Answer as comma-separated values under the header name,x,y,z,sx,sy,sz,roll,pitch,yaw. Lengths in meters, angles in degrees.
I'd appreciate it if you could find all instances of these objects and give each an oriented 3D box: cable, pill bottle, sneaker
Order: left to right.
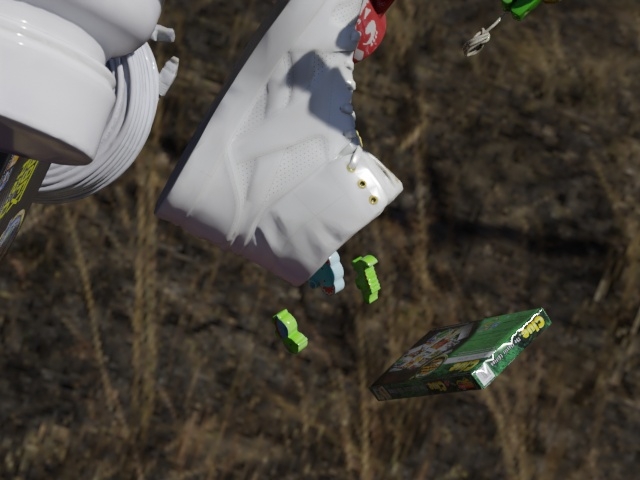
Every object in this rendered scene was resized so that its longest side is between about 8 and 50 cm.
name,x,y,z,sx,sy,sz,roll,pitch,yaw
pill bottle,-0.147,-0.195,0.706,0.161,0.283,0.161,15,-8,2
cable,-0.318,-0.170,1.559,0.257,0.257,0.089,21,2,11
sneaker,0.008,-0.107,1.097,0.169,0.292,0.108,30,5,-10

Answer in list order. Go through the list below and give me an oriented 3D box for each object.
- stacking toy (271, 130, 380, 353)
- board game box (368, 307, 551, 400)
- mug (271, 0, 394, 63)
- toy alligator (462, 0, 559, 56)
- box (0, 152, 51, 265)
name,x,y,z,sx,sy,sz,roll,pitch,yaw
stacking toy,0.000,0.000,1.513,0.052,0.221,0.167,4,25,41
board game box,0.172,0.148,1.703,0.030,0.136,0.260,57,-26,-7
mug,0.012,-0.242,1.239,0.150,0.113,0.169,18,-24,27
toy alligator,0.193,-0.239,1.199,0.051,0.190,0.056,55,2,17
box,-0.309,-0.052,1.237,0.060,0.270,0.216,30,22,-3
